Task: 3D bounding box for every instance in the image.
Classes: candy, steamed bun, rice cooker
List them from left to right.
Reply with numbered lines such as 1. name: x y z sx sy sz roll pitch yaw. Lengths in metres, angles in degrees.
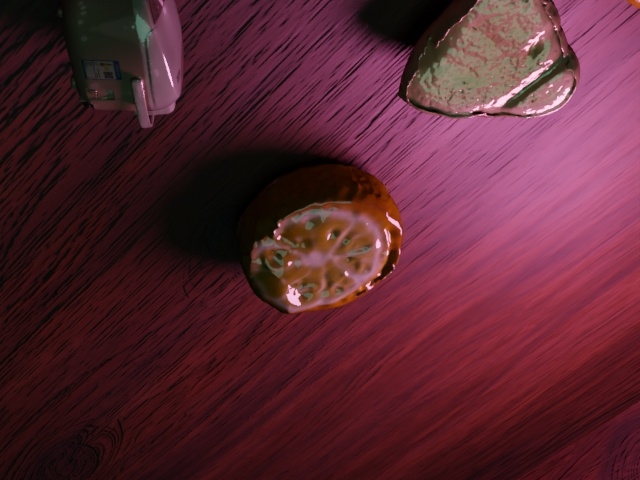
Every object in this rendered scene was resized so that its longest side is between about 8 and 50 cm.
1. rice cooker: -0.214 -0.223 1.020 0.127 0.145 0.206 0 142 -7
2. candy: 0.000 0.000 1.409 0.260 0.118 0.260 -12 139 -11
3. steamed bun: 0.232 -0.245 1.227 0.212 0.110 0.231 30 124 -25

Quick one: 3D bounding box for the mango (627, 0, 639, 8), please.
1. mango: 0.439 -0.352 1.224 0.190 0.075 0.098 17 113 -34
